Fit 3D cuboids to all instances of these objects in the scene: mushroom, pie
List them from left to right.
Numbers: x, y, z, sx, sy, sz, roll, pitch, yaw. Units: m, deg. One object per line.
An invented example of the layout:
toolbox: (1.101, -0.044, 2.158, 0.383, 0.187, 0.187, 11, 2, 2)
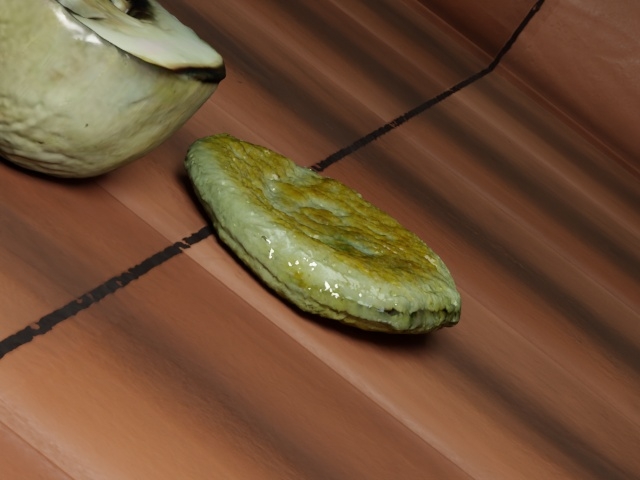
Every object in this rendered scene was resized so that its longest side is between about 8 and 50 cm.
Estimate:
mushroom: (-0.204, -0.134, 1.654, 0.189, 0.164, 0.267, 40, 12, -2)
pie: (0.000, 0.000, 1.888, 0.323, 0.070, 0.323, 31, 14, -9)
